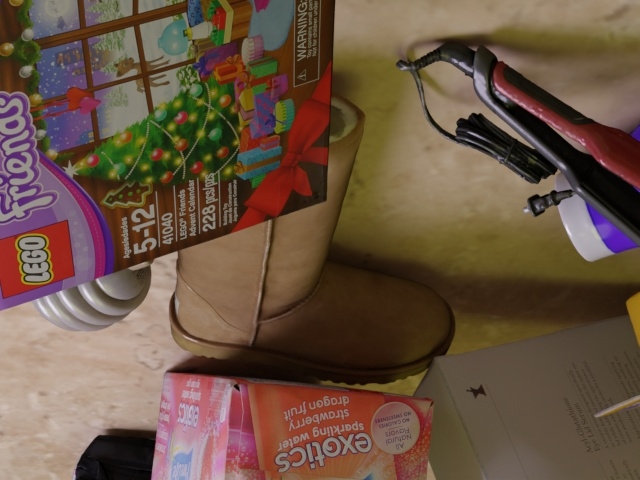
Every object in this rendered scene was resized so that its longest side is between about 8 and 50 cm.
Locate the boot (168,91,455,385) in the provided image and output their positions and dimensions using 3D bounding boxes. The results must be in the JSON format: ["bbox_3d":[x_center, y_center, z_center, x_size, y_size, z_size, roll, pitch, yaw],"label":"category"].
[{"bbox_3d":[0.000,0.000,0.916,0.236,0.089,0.269,1,145,-7],"label":"boot"}]

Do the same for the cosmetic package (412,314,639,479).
[{"bbox_3d":[0.266,0.239,0.980,0.284,0.377,0.097,-9,150,-21],"label":"cosmetic package"}]

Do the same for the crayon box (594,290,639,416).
[{"bbox_3d":[0.357,0.031,0.885,0.323,0.083,0.203,-11,166,-17],"label":"crayon box"}]

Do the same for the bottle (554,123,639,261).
[{"bbox_3d":[0.293,-0.061,0.840,0.283,0.092,0.118,-21,148,25],"label":"bottle"}]

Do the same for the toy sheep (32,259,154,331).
[{"bbox_3d":[-0.167,0.023,0.939,0.091,0.091,0.132,28,154,-38],"label":"toy sheep"}]

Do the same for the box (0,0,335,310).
[{"bbox_3d":[-0.090,-0.116,0.618,0.201,0.057,0.293,-19,134,-23],"label":"box"}]

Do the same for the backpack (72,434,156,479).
[{"bbox_3d":[-0.154,0.261,1.252,0.182,0.152,0.115,15,135,-5],"label":"backpack"}]

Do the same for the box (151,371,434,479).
[{"bbox_3d":[-0.037,0.181,1.031,0.154,0.142,0.300,8,173,-16],"label":"box"}]

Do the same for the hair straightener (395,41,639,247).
[{"bbox_3d":[0.142,-0.045,0.820,0.230,0.047,0.089,31,132,0],"label":"hair straightener"}]
